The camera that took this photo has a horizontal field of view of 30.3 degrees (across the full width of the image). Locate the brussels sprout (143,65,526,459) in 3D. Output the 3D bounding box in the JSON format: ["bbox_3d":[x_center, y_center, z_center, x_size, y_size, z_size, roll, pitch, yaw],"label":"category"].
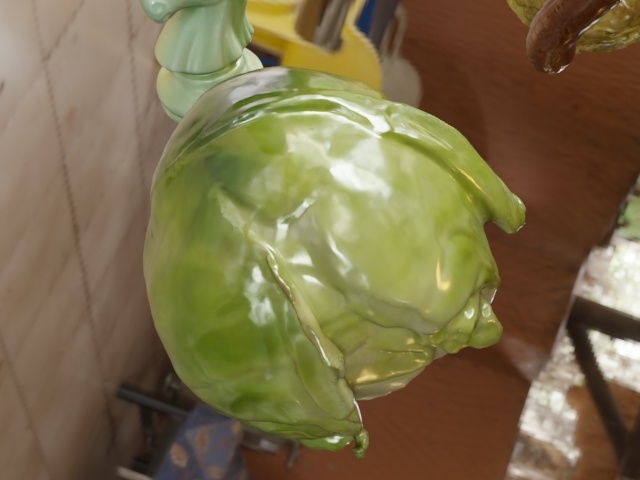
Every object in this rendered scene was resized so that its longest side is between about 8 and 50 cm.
[{"bbox_3d":[-0.005,-0.016,1.275,0.342,0.361,0.425,-21,-153,37],"label":"brussels sprout"}]

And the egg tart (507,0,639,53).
[{"bbox_3d":[0.428,-0.414,1.850,0.123,0.293,0.294,-80,-175,-58],"label":"egg tart"}]

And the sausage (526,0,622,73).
[{"bbox_3d":[0.369,-0.328,1.701,0.302,0.102,0.076,133,-45,-64],"label":"sausage"}]

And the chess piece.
[{"bbox_3d":[-0.176,-0.320,1.770,0.298,0.175,0.176,87,20,-48],"label":"chess piece"}]
